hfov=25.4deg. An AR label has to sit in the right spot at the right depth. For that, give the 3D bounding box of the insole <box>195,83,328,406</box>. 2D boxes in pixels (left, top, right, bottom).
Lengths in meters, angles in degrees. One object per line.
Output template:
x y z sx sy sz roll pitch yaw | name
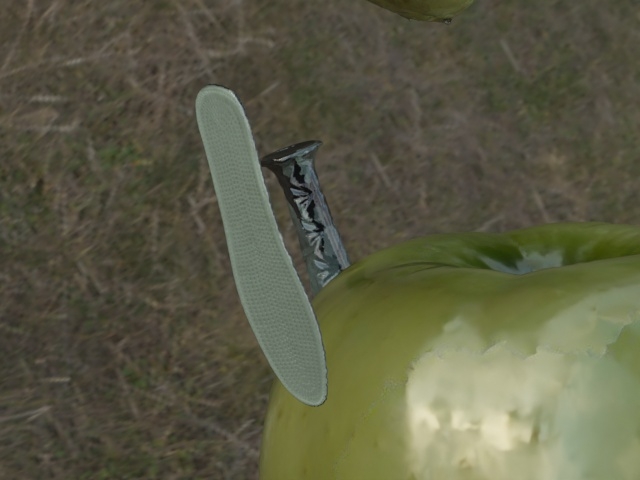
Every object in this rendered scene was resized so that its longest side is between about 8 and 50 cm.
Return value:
-0.027 0.004 0.631 0.002 0.053 0.153 -26 108 -37 | insole

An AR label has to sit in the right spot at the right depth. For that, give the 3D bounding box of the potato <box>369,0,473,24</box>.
0.091 -0.358 1.335 0.210 0.307 0.173 28 31 26 | potato

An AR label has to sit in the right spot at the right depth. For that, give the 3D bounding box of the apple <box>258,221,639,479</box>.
0.175 0.199 0.979 0.473 0.473 0.473 12 67 -31 | apple

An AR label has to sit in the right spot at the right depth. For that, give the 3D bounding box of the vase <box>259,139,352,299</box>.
0.000 0.000 1.199 0.059 0.059 0.167 -29 106 -38 | vase
